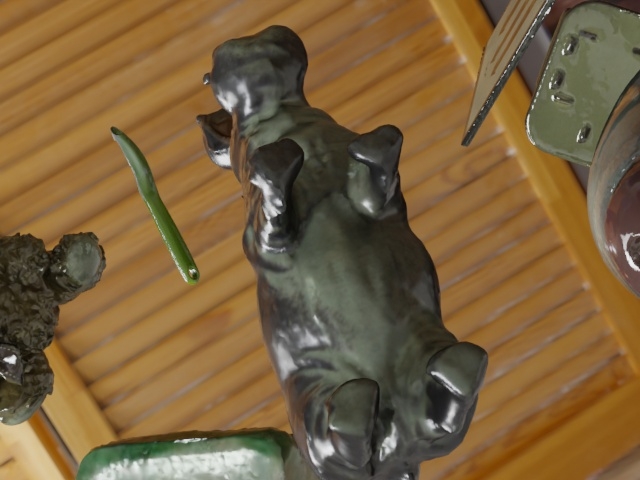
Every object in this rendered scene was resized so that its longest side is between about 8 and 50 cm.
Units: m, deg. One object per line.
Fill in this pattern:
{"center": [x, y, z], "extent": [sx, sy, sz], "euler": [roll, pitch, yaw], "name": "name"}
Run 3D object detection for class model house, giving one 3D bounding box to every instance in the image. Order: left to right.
{"center": [-0.094, 0.341, 1.325], "extent": [0.312, 0.245, 0.280], "euler": [-11, 173, 27], "name": "model house"}
{"center": [0.421, -0.240, 1.562], "extent": [0.279, 0.205, 0.218], "euler": [-55, 165, -64], "name": "model house"}

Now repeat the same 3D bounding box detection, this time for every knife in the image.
{"center": [-0.169, -0.036, 1.130], "extent": [0.022, 0.184, 0.026], "euler": [-33, -166, -28], "name": "knife"}

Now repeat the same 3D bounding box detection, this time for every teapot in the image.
{"center": [0.341, -0.006, 0.912], "extent": [0.233, 0.315, 0.312], "euler": [-8, -164, 32], "name": "teapot"}

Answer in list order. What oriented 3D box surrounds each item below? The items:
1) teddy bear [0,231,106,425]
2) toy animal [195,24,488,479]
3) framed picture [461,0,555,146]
{"center": [-0.389, 0.086, 1.221], "extent": [0.267, 0.156, 0.256], "euler": [-62, 163, 13], "name": "teddy bear"}
{"center": [-0.001, -0.014, 0.654], "extent": [0.106, 0.343, 0.168], "euler": [-14, 142, -12], "name": "toy animal"}
{"center": [0.237, -0.280, 1.157], "extent": [0.244, 0.013, 0.324], "euler": [-69, -175, -52], "name": "framed picture"}
